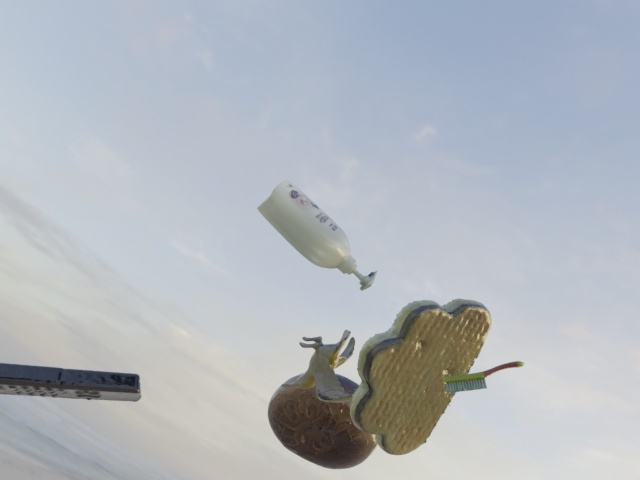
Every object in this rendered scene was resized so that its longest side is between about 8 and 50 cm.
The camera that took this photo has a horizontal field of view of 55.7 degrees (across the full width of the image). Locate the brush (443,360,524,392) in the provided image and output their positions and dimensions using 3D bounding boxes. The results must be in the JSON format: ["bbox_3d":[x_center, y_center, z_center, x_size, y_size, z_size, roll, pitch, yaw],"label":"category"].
[{"bbox_3d":[0.168,0.140,0.617,0.083,0.021,0.019,-16,-21,10],"label":"brush"}]

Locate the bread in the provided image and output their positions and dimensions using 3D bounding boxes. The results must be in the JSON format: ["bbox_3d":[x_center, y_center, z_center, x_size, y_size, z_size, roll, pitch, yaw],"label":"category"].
[{"bbox_3d":[0.143,0.199,0.948,0.207,0.286,0.056,29,4,-31],"label":"bread"}]

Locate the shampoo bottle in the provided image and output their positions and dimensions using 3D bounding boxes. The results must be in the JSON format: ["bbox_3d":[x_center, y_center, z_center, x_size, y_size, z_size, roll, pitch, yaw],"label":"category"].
[{"bbox_3d":[0.000,0.000,0.675,0.152,0.045,0.077,46,19,2],"label":"shampoo bottle"}]

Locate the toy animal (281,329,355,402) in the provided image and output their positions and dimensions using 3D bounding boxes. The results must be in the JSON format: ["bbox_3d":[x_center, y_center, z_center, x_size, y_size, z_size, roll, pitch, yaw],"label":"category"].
[{"bbox_3d":[-0.006,0.210,1.066,0.155,0.219,0.095,-12,-76,15],"label":"toy animal"}]

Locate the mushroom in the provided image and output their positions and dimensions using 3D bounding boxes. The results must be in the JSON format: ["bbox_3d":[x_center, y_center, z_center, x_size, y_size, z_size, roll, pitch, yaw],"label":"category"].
[{"bbox_3d":[0.009,0.460,1.528,0.297,0.163,0.278,19,-48,6],"label":"mushroom"}]

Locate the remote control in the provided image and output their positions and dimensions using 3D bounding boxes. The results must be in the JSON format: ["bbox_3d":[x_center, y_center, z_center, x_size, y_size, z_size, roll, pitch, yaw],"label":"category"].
[{"bbox_3d":[-0.298,0.136,0.585,0.245,0.025,0.063,8,-30,-15],"label":"remote control"}]
